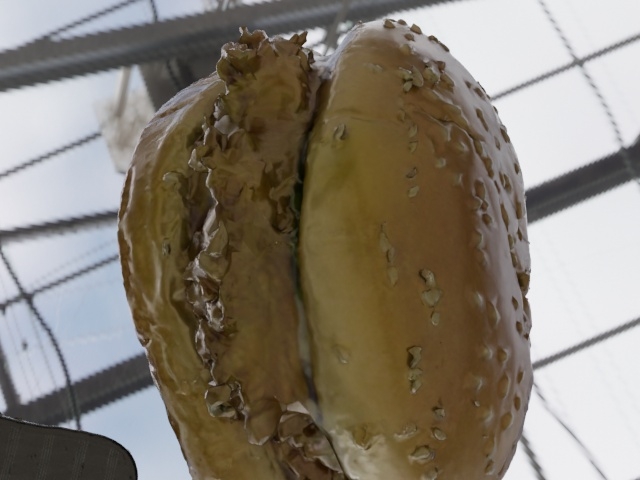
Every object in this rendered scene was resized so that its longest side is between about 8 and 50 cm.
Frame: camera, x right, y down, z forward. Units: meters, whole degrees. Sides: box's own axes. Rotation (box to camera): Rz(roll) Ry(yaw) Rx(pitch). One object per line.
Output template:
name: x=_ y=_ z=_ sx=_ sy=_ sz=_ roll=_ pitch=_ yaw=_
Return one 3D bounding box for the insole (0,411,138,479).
insole: x=-0.297 y=0.174 z=1.137 sx=0.309 sy=0.012 sz=0.110 roll=10 pitch=-106 yaw=-3

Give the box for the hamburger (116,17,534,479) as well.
hamburger: x=0.000 y=0.000 z=1.088 sx=0.268 sy=0.287 sz=0.446 roll=-10 pitch=-119 yaw=26
